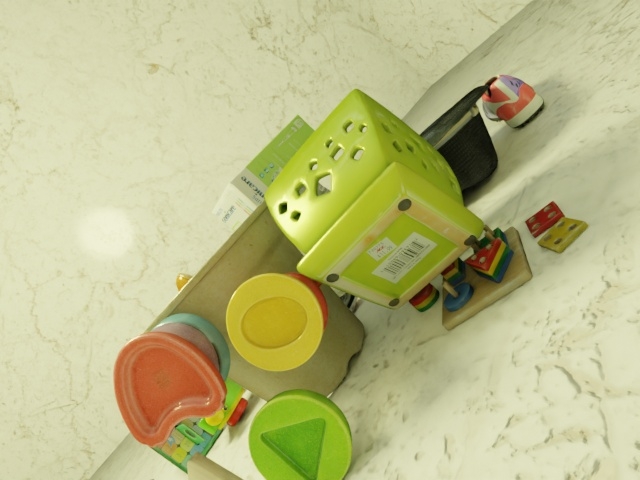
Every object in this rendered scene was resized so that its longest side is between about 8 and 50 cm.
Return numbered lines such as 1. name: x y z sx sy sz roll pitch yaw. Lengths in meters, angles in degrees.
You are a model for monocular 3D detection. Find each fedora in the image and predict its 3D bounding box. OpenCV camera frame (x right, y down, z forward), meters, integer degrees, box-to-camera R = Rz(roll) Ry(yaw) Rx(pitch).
1. fedora: 0.268 -0.174 0.930 0.334 0.152 0.334 -41 3 2

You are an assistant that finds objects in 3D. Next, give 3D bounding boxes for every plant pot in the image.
1. plant pot: 0.082 -0.039 0.644 0.228 0.227 0.207 -47 39 23
2. plant pot: -0.097 0.144 0.822 0.334 0.305 0.334 -47 8 9

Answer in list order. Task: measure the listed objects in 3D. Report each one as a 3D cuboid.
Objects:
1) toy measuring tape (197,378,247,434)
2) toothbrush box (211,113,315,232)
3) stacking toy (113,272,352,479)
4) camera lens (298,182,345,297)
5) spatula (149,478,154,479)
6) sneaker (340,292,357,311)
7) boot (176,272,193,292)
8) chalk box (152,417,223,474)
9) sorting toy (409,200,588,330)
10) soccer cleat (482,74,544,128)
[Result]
1. toy measuring tape: -0.240 0.396 1.118 0.121 0.121 0.330 -49 -2 -9
2. toothbrush box: -0.131 -0.160 1.143 0.283 0.122 0.206 -51 9 -30
3. stacking toy: -0.099 0.200 0.609 0.309 0.279 0.130 -23 2 12
4. camera lens: 0.000 0.000 1.111 0.219 0.274 0.219 -46 8 8
5. spatula: -0.465 0.687 1.158 0.084 0.030 0.296 -50 7 -29
6. sneaker: 0.009 0.166 0.982 0.170 0.075 0.063 -46 8 11
7. boot: -0.296 0.231 1.021 0.211 0.104 0.295 -60 -31 -29
8. chalk box: -0.347 0.492 1.109 0.132 0.132 0.213 -52 8 -31
9. sorting toy: 0.219 0.034 0.606 0.274 0.046 0.132 -43 9 30
10. soccer cleat: 0.436 -0.352 1.058 0.108 0.116 0.318 -45 9 23
